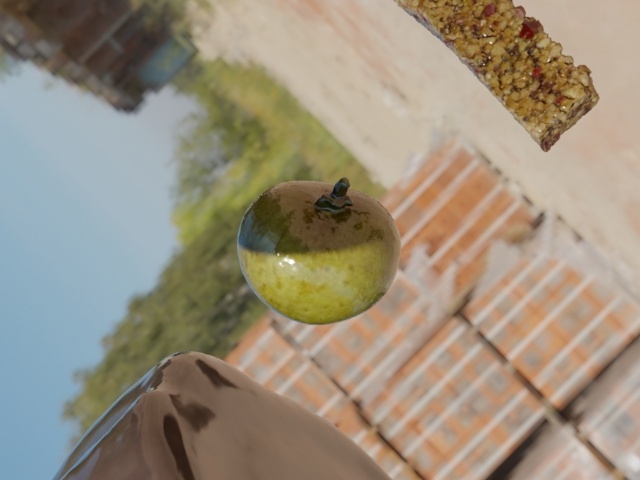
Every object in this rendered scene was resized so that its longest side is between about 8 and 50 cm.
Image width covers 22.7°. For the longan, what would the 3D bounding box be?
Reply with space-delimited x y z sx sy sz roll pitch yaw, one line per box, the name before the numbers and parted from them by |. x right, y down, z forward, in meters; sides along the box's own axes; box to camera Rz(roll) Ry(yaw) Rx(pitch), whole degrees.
longan | 0.000 0.000 0.726 0.075 0.075 0.083 45 143 28

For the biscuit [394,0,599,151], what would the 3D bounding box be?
biscuit | 0.125 -0.150 1.172 0.199 0.064 0.034 51 -176 33

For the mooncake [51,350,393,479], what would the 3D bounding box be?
mooncake | -0.020 0.209 0.739 0.306 0.154 0.306 43 -166 -14
